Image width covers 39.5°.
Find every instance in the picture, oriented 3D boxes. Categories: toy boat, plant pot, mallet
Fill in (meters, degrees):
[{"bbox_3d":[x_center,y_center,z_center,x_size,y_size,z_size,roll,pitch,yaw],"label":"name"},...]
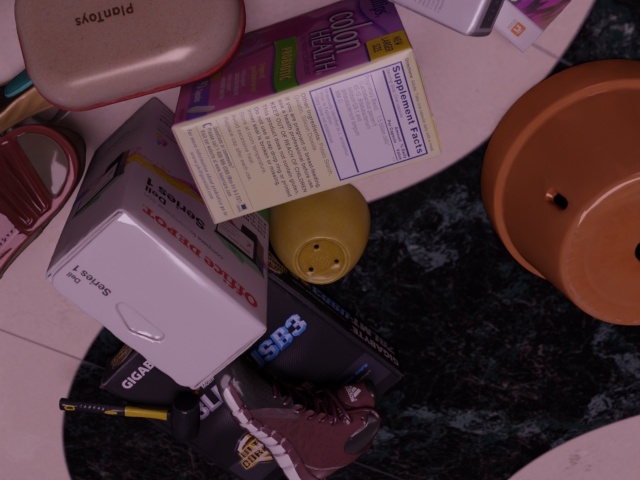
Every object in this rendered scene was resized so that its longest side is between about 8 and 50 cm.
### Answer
[{"bbox_3d":[-0.190,-0.220,0.934,0.231,0.151,0.151,-13,90,7],"label":"toy boat"},{"bbox_3d":[0.348,-0.038,1.034,0.291,0.203,0.291,-1,122,-2],"label":"plant pot"},{"bbox_3d":[-0.252,0.236,1.191,0.189,0.039,0.062,0,124,5],"label":"mallet"},{"bbox_3d":[0.000,0.000,1.100,0.134,0.095,0.134,-2,121,-3],"label":"plant pot"}]

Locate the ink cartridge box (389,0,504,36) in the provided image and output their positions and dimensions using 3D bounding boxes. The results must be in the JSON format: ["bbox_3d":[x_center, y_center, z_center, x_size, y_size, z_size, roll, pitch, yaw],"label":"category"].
[{"bbox_3d":[0.108,-0.372,0.867,0.239,0.060,0.275,32,116,23],"label":"ink cartridge box"}]

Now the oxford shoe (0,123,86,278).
[{"bbox_3d":[-0.395,0.000,1.021,0.348,0.130,0.123,-37,99,8],"label":"oxford shoe"}]

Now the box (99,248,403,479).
[{"bbox_3d":[-0.092,0.175,1.215,0.295,0.073,0.293,-42,115,19],"label":"box"}]

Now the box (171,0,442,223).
[{"bbox_3d":[-0.017,-0.149,0.941,0.243,0.213,0.117,-16,121,7],"label":"box"}]

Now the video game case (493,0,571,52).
[{"bbox_3d":[0.215,-0.350,0.932,0.210,0.042,0.232,34,113,-19],"label":"video game case"}]

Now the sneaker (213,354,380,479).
[{"bbox_3d":[-0.018,0.199,1.146,0.162,0.106,0.281,-28,128,5],"label":"sneaker"}]

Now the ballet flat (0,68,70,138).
[{"bbox_3d":[-0.348,-0.145,1.010,0.232,0.080,0.073,-24,133,13],"label":"ballet flat"}]

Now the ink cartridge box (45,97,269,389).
[{"bbox_3d":[-0.163,-0.006,0.982,0.117,0.278,0.201,-39,116,19],"label":"ink cartridge box"}]
